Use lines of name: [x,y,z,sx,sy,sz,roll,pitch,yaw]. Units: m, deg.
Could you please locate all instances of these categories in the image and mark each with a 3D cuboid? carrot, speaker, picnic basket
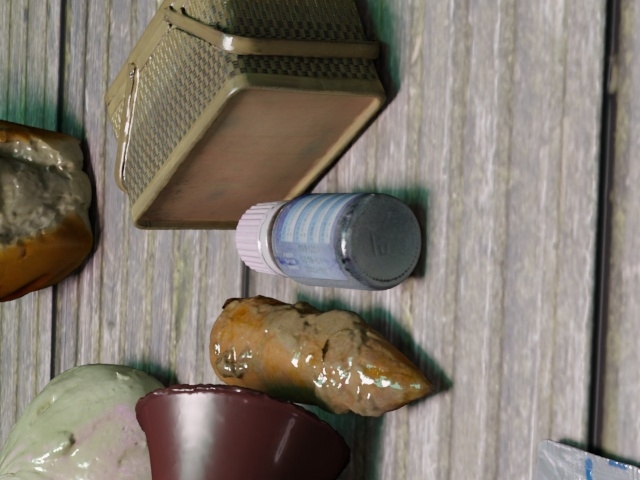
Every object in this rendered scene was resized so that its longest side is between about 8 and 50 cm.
carrot: [0.008,0.108,1.463,0.263,0.102,0.102,11,98,52]
speaker: [-0.059,0.316,1.429,0.198,0.259,0.330,-29,46,50]
picnic basket: [-0.073,-0.126,1.513,0.267,0.165,0.139,-48,51,48]

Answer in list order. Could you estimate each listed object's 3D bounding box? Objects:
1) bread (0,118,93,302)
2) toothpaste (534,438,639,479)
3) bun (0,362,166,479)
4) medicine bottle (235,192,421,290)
bread: [-0.420,-0.035,1.994,0.279,0.250,0.225,-12,76,56]
toothpaste: [0.170,0.298,1.210,0.114,0.073,0.299,12,92,59]
bun: [-0.263,0.276,1.792,0.293,0.187,0.293,5,95,60]
medicine bottle: [0.000,0.000,1.467,0.203,0.083,0.083,0,89,57]
